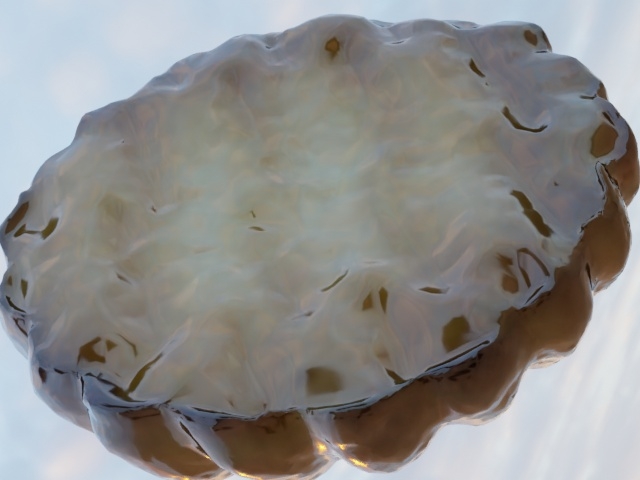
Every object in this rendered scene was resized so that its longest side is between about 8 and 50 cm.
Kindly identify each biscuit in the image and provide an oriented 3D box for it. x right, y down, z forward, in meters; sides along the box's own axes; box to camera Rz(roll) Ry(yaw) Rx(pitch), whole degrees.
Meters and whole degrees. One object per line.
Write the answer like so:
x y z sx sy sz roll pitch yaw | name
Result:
0.000 0.000 0.694 0.325 0.326 0.107 -50 -40 -37 | biscuit
